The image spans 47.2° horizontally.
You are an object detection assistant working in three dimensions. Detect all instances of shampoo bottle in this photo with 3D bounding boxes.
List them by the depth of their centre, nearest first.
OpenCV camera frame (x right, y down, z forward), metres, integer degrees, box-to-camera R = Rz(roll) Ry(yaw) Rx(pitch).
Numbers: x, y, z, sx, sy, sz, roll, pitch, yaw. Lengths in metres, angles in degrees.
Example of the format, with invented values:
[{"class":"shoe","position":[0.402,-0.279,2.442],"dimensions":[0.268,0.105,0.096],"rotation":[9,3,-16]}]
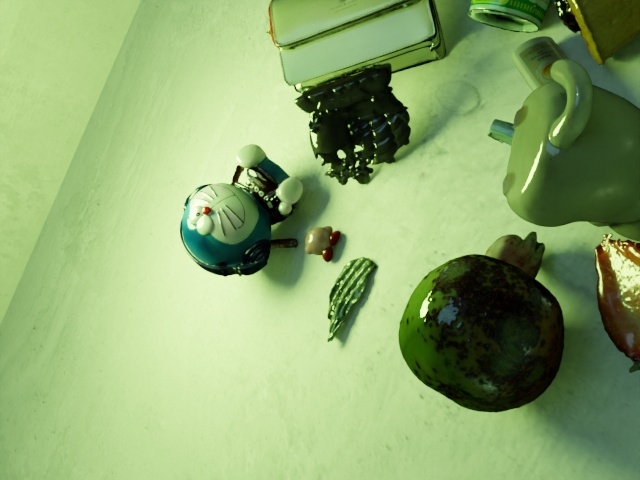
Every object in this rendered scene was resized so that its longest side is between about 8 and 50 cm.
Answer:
[{"class":"shampoo bottle","position":[0.440,-0.289,1.364],"dimensions":[0.086,0.056,0.227],"rotation":[-21,53,5]}]

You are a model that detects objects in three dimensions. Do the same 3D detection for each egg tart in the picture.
[{"class":"egg tart","position":[0.497,-0.423,1.267],"dimensions":[0.171,0.215,0.215],"rotation":[-23,56,23]}]

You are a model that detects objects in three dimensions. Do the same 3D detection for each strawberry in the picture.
[{"class":"strawberry","position":[0.499,0.097,1.118],"dimensions":[0.228,0.098,0.174],"rotation":[-122,45,-57]}]

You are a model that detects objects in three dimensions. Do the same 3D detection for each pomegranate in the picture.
[{"class":"pomegranate","position":[0.294,0.115,1.239],"dimensions":[0.285,0.285,0.340],"rotation":[0,48,48]}]

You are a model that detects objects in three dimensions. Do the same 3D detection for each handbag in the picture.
[{"class":"handbag","position":[0.080,-0.489,1.650],"dimensions":[0.359,0.160,0.236],"rotation":[-14,79,18]}]

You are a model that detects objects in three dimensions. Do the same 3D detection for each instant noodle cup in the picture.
[{"class":"instant noodle cup","position":[0.398,-0.541,1.441],"dimensions":[0.207,0.207,0.232],"rotation":[23,100,50]}]

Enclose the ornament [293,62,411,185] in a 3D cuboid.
[{"class":"ornament","position":[0.088,-0.241,1.637],"dimensions":[0.251,0.260,0.106],"rotation":[-15,26,22]}]

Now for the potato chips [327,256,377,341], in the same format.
[{"class":"potato chips","position":[0.054,0.127,1.652],"dimensions":[0.092,0.028,0.207],"rotation":[36,100,50]}]

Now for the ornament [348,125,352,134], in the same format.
[{"class":"ornament","position":[0.039,-0.343,1.852],"dimensions":[0.180,0.059,0.201],"rotation":[-38,46,34]}]

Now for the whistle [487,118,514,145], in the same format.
[{"class":"whistle","position":[0.419,-0.153,1.258],"dimensions":[0.269,0.180,0.093],"rotation":[25,96,16]}]

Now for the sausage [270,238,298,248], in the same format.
[{"class":"sausage","position":[-0.123,0.012,1.901],"dimensions":[0.198,0.025,0.028],"rotation":[-6,112,48]}]

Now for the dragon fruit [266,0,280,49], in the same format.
[{"class":"dragon fruit","position":[-0.014,-0.564,1.873],"dimensions":[0.241,0.241,0.252],"rotation":[-49,61,23]}]

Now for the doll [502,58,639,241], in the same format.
[{"class":"doll","position":[0.436,-0.111,1.083],"dimensions":[0.226,0.371,0.214],"rotation":[-23,55,61]}]

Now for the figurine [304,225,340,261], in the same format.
[{"class":"figurine","position":[0.000,0.000,1.736],"dimensions":[0.071,0.067,0.083],"rotation":[22,74,30]}]

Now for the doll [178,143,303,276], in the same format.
[{"class":"doll","position":[-0.208,-0.058,1.842],"dimensions":[0.284,0.240,0.310],"rotation":[38,74,24]}]
